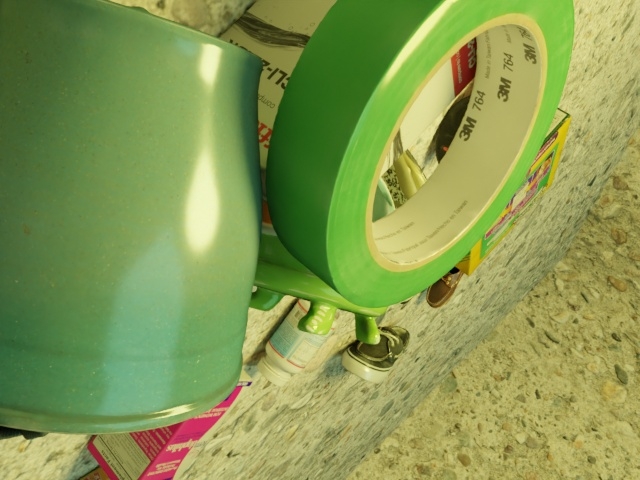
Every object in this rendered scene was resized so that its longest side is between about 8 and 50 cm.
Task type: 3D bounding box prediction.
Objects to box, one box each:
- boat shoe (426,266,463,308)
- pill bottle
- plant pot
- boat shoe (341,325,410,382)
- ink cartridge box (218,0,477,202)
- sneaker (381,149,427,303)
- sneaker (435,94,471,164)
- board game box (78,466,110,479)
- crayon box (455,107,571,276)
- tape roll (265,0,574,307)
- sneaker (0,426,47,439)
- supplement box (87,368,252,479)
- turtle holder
[{"bbox_3d":[0.359,0.094,1.622,0.207,0.073,0.073,-58,152,-3],"label":"boat shoe"},{"bbox_3d":[-0.047,0.191,1.085,0.160,0.087,0.087,-53,154,4],"label":"pill bottle"},{"bbox_3d":[-0.160,-0.041,0.443,0.271,0.271,0.255,-1,111,-57],"label":"plant pot"},{"bbox_3d":[0.149,0.274,1.493,0.119,0.121,0.335,-64,163,8],"label":"boat shoe"},{"bbox_3d":[0.009,-0.168,0.593,0.273,0.197,0.114,-47,151,-7],"label":"ink cartridge box"},{"bbox_3d":[0.087,-0.002,1.012,0.182,0.158,0.410,-21,139,-17],"label":"sneaker"},{"bbox_3d":[0.342,-0.255,1.099,0.314,0.116,0.136,-57,154,11],"label":"sneaker"},{"bbox_3d":[-0.314,0.392,0.985,0.259,0.039,0.124,-28,147,-43],"label":"board game box"},{"bbox_3d":[0.453,-0.123,1.451,0.363,0.106,0.313,-45,154,-11],"label":"crayon box"},{"bbox_3d":[0.098,-0.091,0.518,0.321,0.077,0.321,-32,143,-28],"label":"tape roll"},{"bbox_3d":[-0.294,0.147,0.599,0.261,0.125,0.104,-34,149,-31],"label":"sneaker"},{"bbox_3d":[-0.224,0.259,0.868,0.220,0.114,0.111,-52,155,7],"label":"supplement box"},{"bbox_3d":[0.008,0.000,0.754,0.320,0.243,0.228,20,82,-41],"label":"turtle holder"}]
